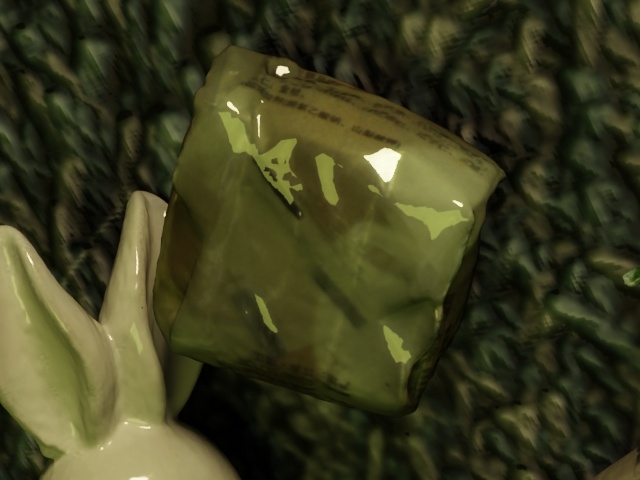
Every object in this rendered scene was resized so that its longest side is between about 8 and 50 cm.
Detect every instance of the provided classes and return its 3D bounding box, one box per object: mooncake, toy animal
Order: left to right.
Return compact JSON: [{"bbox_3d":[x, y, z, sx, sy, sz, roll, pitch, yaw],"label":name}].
[{"bbox_3d":[-0.077,0.098,0.776,0.131,0.104,0.220,47,148,49],"label":"toy animal"},{"bbox_3d":[0.000,0.000,0.722,0.125,0.073,0.130,24,122,11],"label":"mooncake"}]

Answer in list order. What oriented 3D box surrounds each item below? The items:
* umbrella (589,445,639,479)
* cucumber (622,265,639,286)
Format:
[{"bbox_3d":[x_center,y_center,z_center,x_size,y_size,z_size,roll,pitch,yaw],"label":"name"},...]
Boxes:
[{"bbox_3d":[0.149,0.105,0.717,0.073,0.067,0.337,38,127,-15],"label":"umbrella"},{"bbox_3d":[0.201,-0.036,0.625,0.250,0.056,0.056,-36,99,34],"label":"cucumber"}]
